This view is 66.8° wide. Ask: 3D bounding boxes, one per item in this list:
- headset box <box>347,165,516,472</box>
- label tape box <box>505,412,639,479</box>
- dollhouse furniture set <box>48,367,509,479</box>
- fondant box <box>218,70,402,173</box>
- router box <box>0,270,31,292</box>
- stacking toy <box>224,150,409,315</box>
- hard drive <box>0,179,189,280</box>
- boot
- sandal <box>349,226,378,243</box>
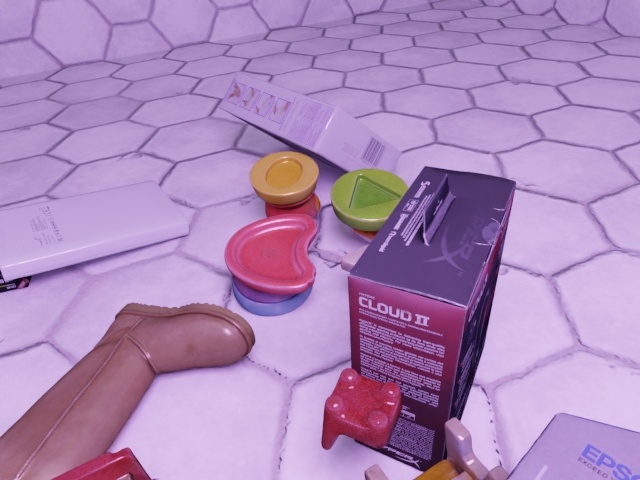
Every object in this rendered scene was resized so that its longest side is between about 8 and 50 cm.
[{"bbox_3d":[0.124,0.073,0.534,0.110,0.293,0.218,15,41,24],"label":"headset box"},{"bbox_3d":[0.161,0.253,0.331,0.334,0.240,0.106,-31,42,-32],"label":"label tape box"},{"bbox_3d":[-0.049,0.259,0.419,0.375,0.152,0.201,-20,39,-21],"label":"dollhouse furniture set"},{"bbox_3d":[-0.025,-0.235,1.034,0.330,0.096,0.238,31,7,40],"label":"fondant box"},{"bbox_3d":[-0.566,0.044,0.865,0.092,0.038,0.122,-12,36,-11],"label":"router box"},{"bbox_3d":[0.000,0.000,0.813,0.280,0.130,0.308,6,48,9],"label":"stacking toy"},{"bbox_3d":[-0.434,-0.032,0.913,0.308,0.040,0.203,-17,38,-31],"label":"hard drive"},{"bbox_3d":[-0.232,0.196,0.587,0.236,0.089,0.269,-3,33,24],"label":"boot"},{"bbox_3d":[0.141,-0.007,0.823,0.102,0.076,0.265,-41,33,-10],"label":"sandal"}]
